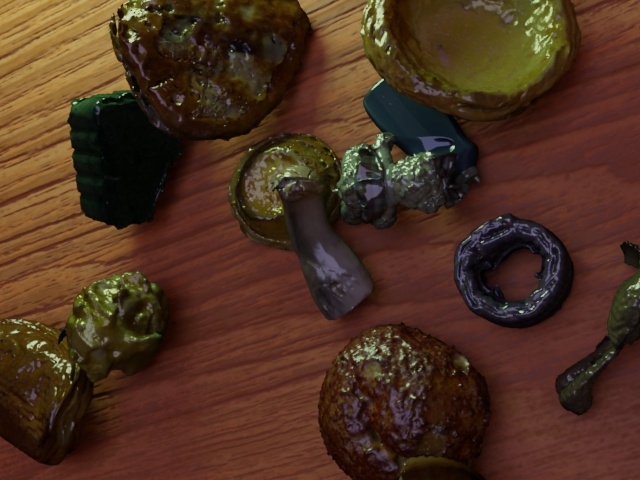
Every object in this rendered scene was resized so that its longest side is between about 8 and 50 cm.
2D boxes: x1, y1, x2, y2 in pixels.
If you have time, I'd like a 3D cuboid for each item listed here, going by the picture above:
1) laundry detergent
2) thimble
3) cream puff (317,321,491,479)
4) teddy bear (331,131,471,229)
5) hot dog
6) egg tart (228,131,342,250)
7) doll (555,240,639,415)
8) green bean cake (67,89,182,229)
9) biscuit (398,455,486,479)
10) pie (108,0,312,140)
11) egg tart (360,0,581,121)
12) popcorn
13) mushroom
[{"bbox_3d":[0.152,-0.148,1.508,0.097,0.061,0.206,-40,69,4],"label":"laundry detergent"},{"bbox_3d":[0.254,0.042,1.409,0.150,0.098,0.150,-4,80,22],"label":"thimble"},{"bbox_3d":[0.105,0.228,1.410,0.240,0.164,0.240,-3,79,17],"label":"cream puff"},{"bbox_3d":[0.086,-0.080,1.456,0.213,0.111,0.133,0,97,48],"label":"teddy bear"},{"bbox_3d":[-0.449,0.233,1.663,0.272,0.122,0.196,22,93,32],"label":"hot dog"},{"bbox_3d":[-0.056,-0.078,1.579,0.191,0.074,0.191,-5,77,20],"label":"egg tart"},{"bbox_3d":[0.380,0.089,1.301,0.091,0.202,0.286,31,90,7],"label":"doll"},{"bbox_3d":[-0.285,-0.133,1.656,0.107,0.193,0.208,7,108,42],"label":"green bean cake"},{"bbox_3d":[0.145,0.364,1.359,0.031,0.176,0.228,-111,28,-57],"label":"biscuit"},{"bbox_3d":[-0.166,-0.276,1.597,0.308,0.085,0.308,4,77,-16],"label":"pie"},{"bbox_3d":[0.198,-0.272,1.457,0.294,0.123,0.294,-1,67,2],"label":"egg tart"},{"bbox_3d":[-0.306,0.130,1.593,0.142,0.173,0.173,38,97,0],"label":"popcorn"},{"bbox_3d":[-0.002,-0.001,1.501,0.081,0.092,0.223,-26,96,-21],"label":"mushroom"}]
